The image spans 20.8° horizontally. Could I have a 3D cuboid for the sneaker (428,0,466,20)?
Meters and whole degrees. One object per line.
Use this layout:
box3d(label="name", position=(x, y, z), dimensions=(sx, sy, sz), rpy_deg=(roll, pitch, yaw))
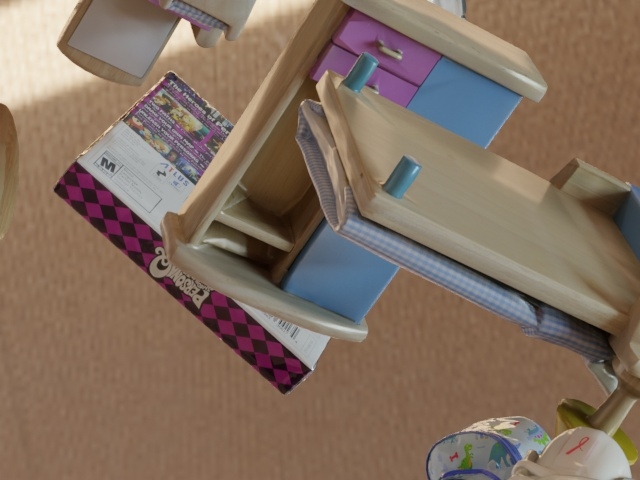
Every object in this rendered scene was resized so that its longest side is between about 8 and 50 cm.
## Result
box3d(label="sneaker", position=(0.041, -0.241, 1.409), dimensions=(0.129, 0.111, 0.297), rpy_deg=(-22, 138, -8))

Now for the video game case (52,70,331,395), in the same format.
box3d(label="video game case", position=(-0.074, -0.013, 1.348), dimensions=(0.232, 0.210, 0.042), rpy_deg=(42, 118, -6))

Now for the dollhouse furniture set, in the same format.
box3d(label="dollhouse furniture set", position=(0.000, 0.000, 0.878), dimensions=(0.286, 0.303, 0.198), rpy_deg=(24, 113, -24))

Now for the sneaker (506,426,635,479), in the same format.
box3d(label="sneaker", position=(0.087, 0.128, 0.732), dimensions=(0.090, 0.115, 0.232), rpy_deg=(16, 169, 22))

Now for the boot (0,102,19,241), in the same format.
box3d(label="boot", position=(-0.381, -0.017, 1.498), dimensions=(0.211, 0.104, 0.295), rpy_deg=(22, 120, 11))

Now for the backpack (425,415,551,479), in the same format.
box3d(label="backpack", position=(0.118, 0.181, 1.182), dimensions=(0.084, 0.114, 0.105), rpy_deg=(-13, 177, -42))
